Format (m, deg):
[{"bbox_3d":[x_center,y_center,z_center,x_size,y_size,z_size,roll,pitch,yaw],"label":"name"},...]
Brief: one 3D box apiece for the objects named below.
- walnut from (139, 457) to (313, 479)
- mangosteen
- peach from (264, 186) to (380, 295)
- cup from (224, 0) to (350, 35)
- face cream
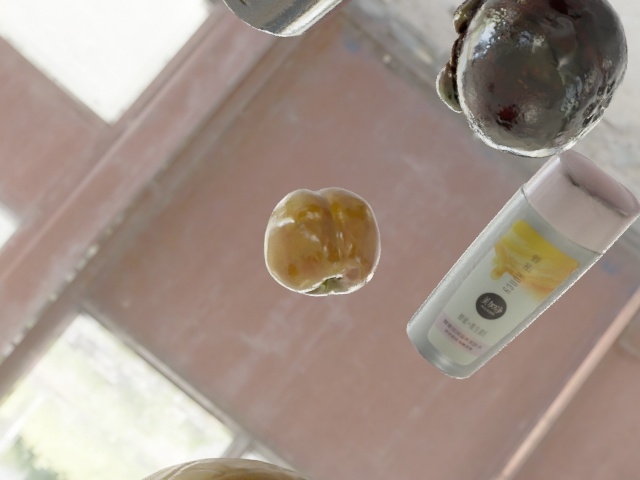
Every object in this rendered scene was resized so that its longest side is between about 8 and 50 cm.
[{"bbox_3d":[-0.065,0.260,1.206,0.221,0.195,0.195,9,-172,-38],"label":"walnut"},{"bbox_3d":[0.163,-0.142,1.279,0.152,0.152,0.152,36,166,11],"label":"mangosteen"},{"bbox_3d":[0.000,0.000,1.898,0.138,0.138,0.138,36,166,11],"label":"peach"},{"bbox_3d":[0.007,-0.373,1.776,0.178,0.255,0.256,25,158,-19],"label":"cup"},{"bbox_3d":[0.199,0.026,1.652,0.107,0.269,0.073,34,-150,-12],"label":"face cream"}]
